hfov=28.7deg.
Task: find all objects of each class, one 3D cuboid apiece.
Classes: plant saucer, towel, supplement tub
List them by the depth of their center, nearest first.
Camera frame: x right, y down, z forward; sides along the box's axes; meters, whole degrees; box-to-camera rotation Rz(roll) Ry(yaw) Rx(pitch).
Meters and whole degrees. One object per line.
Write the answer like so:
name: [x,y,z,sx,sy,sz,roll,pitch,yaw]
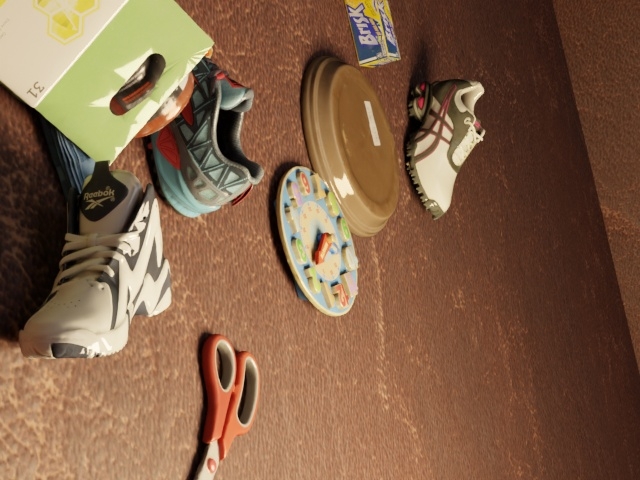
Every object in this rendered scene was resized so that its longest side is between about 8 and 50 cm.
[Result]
towel: [-0.230,-0.077,1.210,0.067,0.029,0.119,-36,110,-65]
supplement tub: [-0.213,-0.198,1.217,0.198,0.106,0.106,54,33,-42]
plant saucer: [0.052,-0.142,1.846,0.278,0.041,0.278,43,40,-51]

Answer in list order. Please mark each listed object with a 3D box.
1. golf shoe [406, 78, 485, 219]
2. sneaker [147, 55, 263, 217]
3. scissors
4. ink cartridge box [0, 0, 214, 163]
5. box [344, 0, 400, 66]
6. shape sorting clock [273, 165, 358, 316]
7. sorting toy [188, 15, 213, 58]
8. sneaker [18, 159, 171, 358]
golf shoe: [0.213,-0.166,2.113,0.105,0.120,0.273,48,38,-50]
sneaker: [-0.129,-0.163,1.357,0.104,0.125,0.262,-32,107,-65]
scissors: [-0.108,0.230,1.326,0.109,0.021,0.297,55,30,-43]
ink cartridge box: [-0.211,-0.187,1.120,0.171,0.056,0.235,-50,125,-5]
box: [0.077,-0.364,1.995,0.059,0.054,0.169,-9,86,-65]
shape sorting clock: [0.000,0.000,1.657,0.206,0.040,0.206,42,41,-52]
sorting toy: [-0.141,-0.222,1.499,0.083,0.012,0.062,53,33,-41]
sneaker: [-0.202,0.010,1.112,0.235,0.094,0.153,-32,120,-65]
